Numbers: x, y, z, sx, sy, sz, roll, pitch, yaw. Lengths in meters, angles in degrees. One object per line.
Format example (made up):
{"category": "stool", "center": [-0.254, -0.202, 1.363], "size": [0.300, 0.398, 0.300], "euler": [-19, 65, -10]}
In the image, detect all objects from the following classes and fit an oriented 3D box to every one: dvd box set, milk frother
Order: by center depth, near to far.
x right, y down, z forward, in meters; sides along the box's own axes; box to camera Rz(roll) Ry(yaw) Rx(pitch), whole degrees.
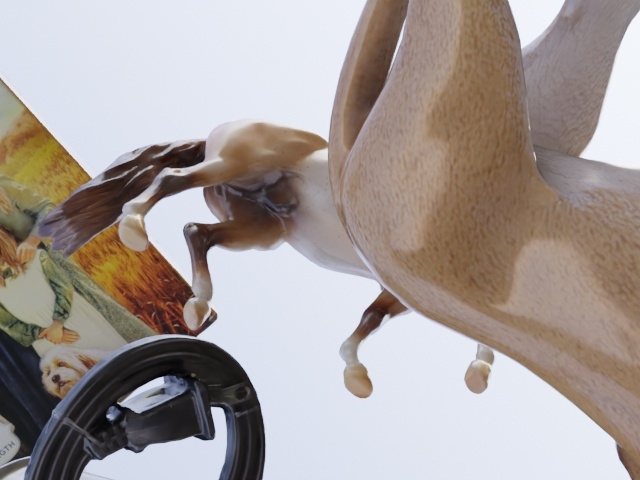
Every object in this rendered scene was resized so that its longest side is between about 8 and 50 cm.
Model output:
{"category": "milk frother", "center": [-0.063, 0.090, 0.467], "size": [0.129, 0.135, 0.143], "euler": [-5, -82, -50]}
{"category": "dvd box set", "center": [-0.324, 0.004, 1.181], "size": [0.420, 0.308, 0.062], "euler": [50, 178, -21]}

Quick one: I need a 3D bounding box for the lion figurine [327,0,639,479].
{"category": "lion figurine", "center": [0.119, 0.021, 0.550], "size": [0.392, 0.240, 0.142], "euler": [42, -165, 28]}

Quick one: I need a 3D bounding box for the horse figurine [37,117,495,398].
{"category": "horse figurine", "center": [0.000, 0.000, 0.777], "size": [0.263, 0.066, 0.174], "euler": [21, -148, 4]}
